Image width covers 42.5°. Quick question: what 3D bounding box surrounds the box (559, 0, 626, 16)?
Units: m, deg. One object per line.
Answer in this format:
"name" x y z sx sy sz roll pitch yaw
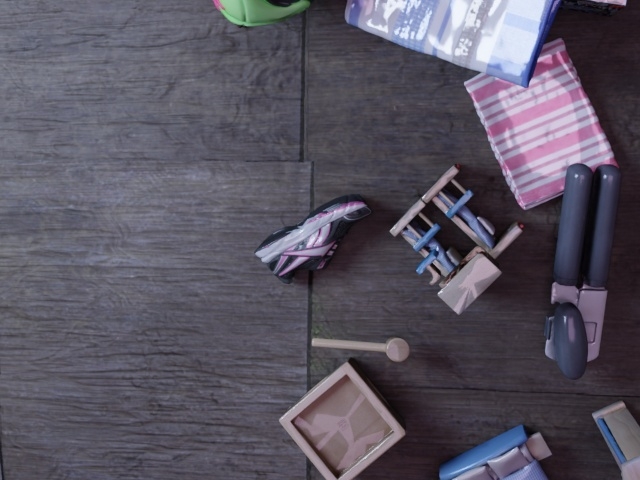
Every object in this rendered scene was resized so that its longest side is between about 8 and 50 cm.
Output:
"box" 0.315 -0.315 1.054 0.136 0.094 0.027 10 98 8

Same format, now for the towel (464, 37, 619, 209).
"towel" 0.298 -0.156 1.109 0.144 0.029 0.197 -24 93 10

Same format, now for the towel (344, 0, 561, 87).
"towel" 0.168 -0.335 1.041 0.285 0.034 0.209 28 114 26

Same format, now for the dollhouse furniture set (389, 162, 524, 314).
"dollhouse furniture set" 0.178 -0.010 1.067 0.129 0.183 0.129 43 101 2

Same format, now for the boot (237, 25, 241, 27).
"boot" -0.102 -0.370 1.140 0.114 0.037 0.106 -39 103 14

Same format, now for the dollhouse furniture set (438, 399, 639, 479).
"dollhouse furniture set" 0.332 0.404 1.088 0.303 0.198 0.286 -28 92 12

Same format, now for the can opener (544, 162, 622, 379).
"can opener" 0.352 0.044 1.086 0.075 0.095 0.284 2 107 1

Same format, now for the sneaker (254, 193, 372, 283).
"sneaker" 0.000 0.000 1.164 0.178 0.072 0.077 -28 104 19

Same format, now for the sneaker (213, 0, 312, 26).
"sneaker" -0.074 -0.515 1.019 0.202 0.185 0.483 -9 99 -8

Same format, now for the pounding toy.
"pounding toy" 0.046 0.210 1.167 0.206 0.094 0.181 -40 85 2
